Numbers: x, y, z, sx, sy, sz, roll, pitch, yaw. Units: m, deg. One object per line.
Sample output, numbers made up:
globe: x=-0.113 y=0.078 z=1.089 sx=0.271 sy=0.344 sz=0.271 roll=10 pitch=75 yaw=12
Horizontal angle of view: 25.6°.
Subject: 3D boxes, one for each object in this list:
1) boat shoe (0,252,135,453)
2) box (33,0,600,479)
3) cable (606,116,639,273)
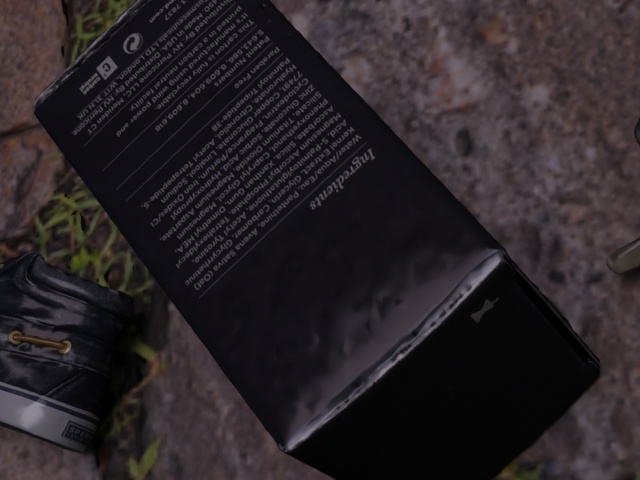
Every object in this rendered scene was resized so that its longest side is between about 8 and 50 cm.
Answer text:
boat shoe: x=-0.180 y=0.044 z=0.718 sx=0.183 sy=0.065 sz=0.083 roll=14 pitch=74 yaw=22
box: x=0.000 y=0.000 z=0.595 sx=0.108 sy=0.153 sz=0.207 roll=-42 pitch=57 yaw=4
cable: x=0.249 y=-0.044 z=0.572 sx=0.287 sy=0.072 sz=0.139 roll=-27 pitch=42 yaw=-1
